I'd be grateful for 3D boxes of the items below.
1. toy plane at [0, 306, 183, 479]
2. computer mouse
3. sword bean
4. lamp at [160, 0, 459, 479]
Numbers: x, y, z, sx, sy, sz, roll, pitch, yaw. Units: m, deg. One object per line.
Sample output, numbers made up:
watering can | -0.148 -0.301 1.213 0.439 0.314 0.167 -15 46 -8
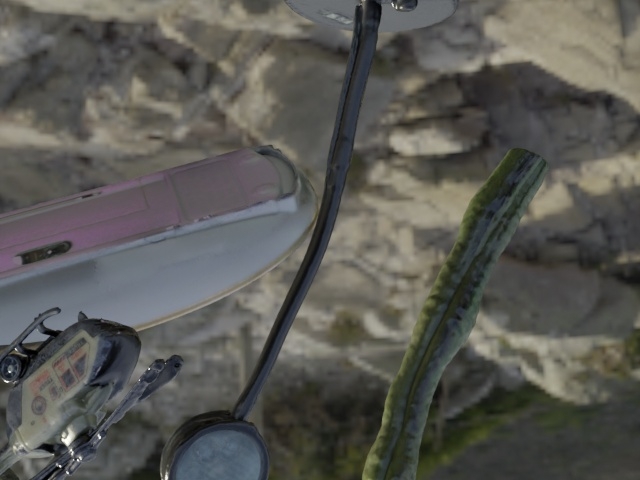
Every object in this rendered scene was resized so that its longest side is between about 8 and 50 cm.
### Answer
toy plane | -0.097 0.064 0.529 0.121 0.049 0.031 -42 149 19
computer mouse | -0.121 0.010 0.830 0.245 0.126 0.056 -15 114 -8
sword bean | 0.089 0.056 1.029 0.043 0.269 0.038 21 163 11
lamp | -0.017 -0.010 0.958 0.130 0.371 0.108 12 -174 -29
